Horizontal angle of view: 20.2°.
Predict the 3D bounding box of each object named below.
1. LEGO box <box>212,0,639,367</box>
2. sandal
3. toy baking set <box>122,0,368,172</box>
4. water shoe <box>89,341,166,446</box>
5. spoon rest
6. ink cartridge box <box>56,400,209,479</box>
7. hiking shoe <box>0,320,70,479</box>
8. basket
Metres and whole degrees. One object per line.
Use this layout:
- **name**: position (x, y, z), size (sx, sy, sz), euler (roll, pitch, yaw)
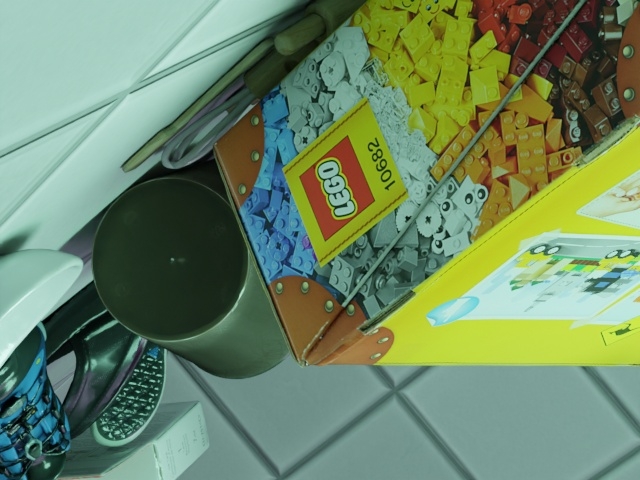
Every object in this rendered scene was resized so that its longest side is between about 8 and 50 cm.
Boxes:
- **LEGO box**: position (0.241, -0.072, 1.315), size (0.500, 0.193, 0.372), euler (4, 146, -45)
- **sandal**: position (-0.215, 0.105, 1.814), size (0.446, 0.107, 0.167), euler (-40, 178, -1)
- **toy baking set**: position (-0.027, -0.123, 1.299), size (0.256, 0.030, 0.197), euler (-38, 177, -45)
- **water shoe**: position (-0.207, 0.130, 1.942), size (0.080, 0.073, 0.203), euler (-25, -135, 60)
- **spoon rest**: position (-0.263, 0.103, 1.211), size (0.276, 0.084, 0.137), euler (-39, 179, 11)
- **ink cartridge box**: position (-0.308, 0.252, 1.982), size (0.296, 0.066, 0.261), euler (-6, -169, 21)
- **hiking shoe**: position (-0.253, 0.140, 1.504), size (0.113, 0.132, 0.304), euler (-39, 178, -13)
- **basket**: position (-0.092, 0.019, 1.472), size (0.227, 0.154, 0.204), euler (4, 93, -78)
